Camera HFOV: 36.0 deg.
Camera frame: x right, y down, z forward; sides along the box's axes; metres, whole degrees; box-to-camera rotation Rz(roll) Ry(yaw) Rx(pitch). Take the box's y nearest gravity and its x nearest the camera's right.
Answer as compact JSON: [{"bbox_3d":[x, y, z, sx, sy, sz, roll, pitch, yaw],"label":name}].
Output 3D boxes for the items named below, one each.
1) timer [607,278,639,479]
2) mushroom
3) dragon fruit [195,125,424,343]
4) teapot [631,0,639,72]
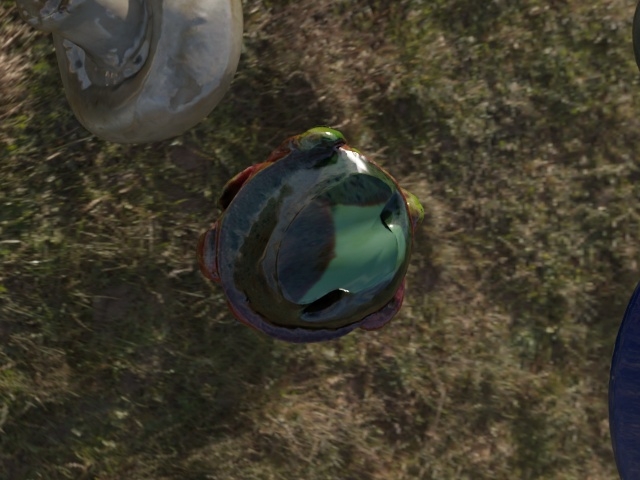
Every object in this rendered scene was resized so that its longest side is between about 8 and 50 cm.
[{"bbox_3d":[0.345,0.098,0.444,0.270,0.383,0.270,-1,92,-17],"label":"timer"},{"bbox_3d":[-0.261,-0.275,1.278,0.290,0.297,0.297,5,87,-53],"label":"mushroom"},{"bbox_3d":[0.000,0.000,1.197,0.295,0.130,0.268,-21,101,-13],"label":"dragon fruit"},{"bbox_3d":[0.334,-0.191,0.723,0.184,0.251,0.183,-3,70,9],"label":"teapot"}]
